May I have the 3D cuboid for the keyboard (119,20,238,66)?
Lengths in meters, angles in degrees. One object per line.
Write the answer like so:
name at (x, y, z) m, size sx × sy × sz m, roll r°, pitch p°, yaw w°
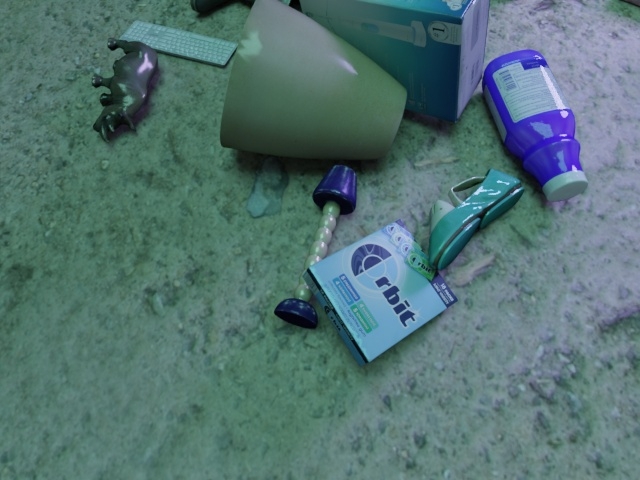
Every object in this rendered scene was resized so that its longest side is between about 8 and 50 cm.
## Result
keyboard at (-0.307, -0.429, 1.039) m, size 0.255 × 0.014 × 0.072 m, roll 17°, pitch 67°, yaw 11°

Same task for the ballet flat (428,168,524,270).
ballet flat at (0.229, -0.042, 0.776) m, size 0.247 × 0.083 × 0.087 m, roll -36°, pitch 60°, yaw -28°

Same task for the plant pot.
plant pot at (-0.002, -0.245, 0.826) m, size 0.273 × 0.256 × 0.257 m, roll 16°, pitch 66°, yaw -6°

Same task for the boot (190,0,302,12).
boot at (-0.154, -0.536, 1.057) m, size 0.208 × 0.076 × 0.190 m, roll 33°, pitch 73°, yaw 10°

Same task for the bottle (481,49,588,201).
bottle at (0.380, -0.204, 0.846) m, size 0.118 × 0.092 × 0.283 m, roll -14°, pitch 65°, yaw 4°

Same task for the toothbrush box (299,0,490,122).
toothbrush box at (0.129, -0.360, 0.846) m, size 0.295 × 0.216 × 0.126 m, roll 22°, pitch 67°, yaw 25°

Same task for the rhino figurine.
rhino figurine at (-0.390, -0.298, 0.950) m, size 0.106 × 0.073 × 0.243 m, roll 3°, pitch 66°, yaw 8°

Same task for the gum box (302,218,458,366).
gum box at (0.091, 0.072, 0.721) m, size 0.184 × 0.041 × 0.157 m, roll -27°, pitch 76°, yaw -27°

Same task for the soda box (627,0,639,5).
soda box at (0.723, -0.507, 0.986) m, size 0.183 × 0.063 × 0.058 m, roll 31°, pitch 70°, yaw 16°

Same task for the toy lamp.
toy lamp at (0.000, 0.000, 0.782) m, size 0.080 × 0.080 × 0.275 m, roll 14°, pitch 65°, yaw 10°
